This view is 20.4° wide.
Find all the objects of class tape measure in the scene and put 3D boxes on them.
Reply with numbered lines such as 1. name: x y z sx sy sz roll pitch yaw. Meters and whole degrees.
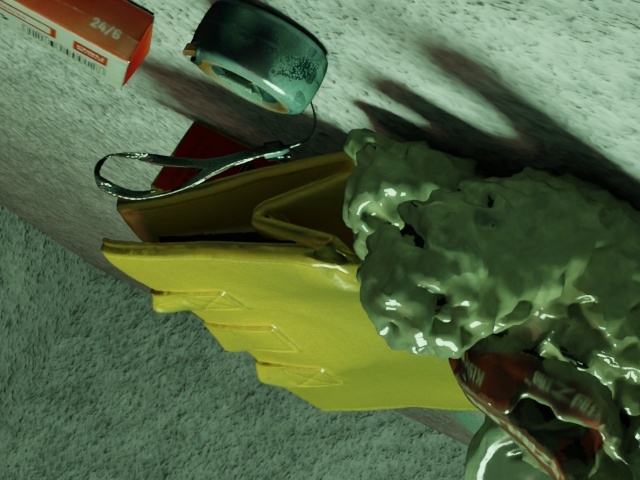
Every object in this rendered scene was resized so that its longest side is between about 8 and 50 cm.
1. tape measure: -0.080 -0.086 1.264 0.104 0.180 0.107 42 177 17

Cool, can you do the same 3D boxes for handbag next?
1. handbag: 0.010 0.051 1.656 0.283 0.133 0.401 -9 152 30

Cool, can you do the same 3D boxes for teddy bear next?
1. teddy bear: 0.131 0.055 1.318 0.357 0.224 0.367 48 166 -23

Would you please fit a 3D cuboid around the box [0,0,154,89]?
1. box: -0.247 -0.207 1.456 0.229 0.050 0.123 29 170 -4

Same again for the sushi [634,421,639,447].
1. sushi: 0.299 0.138 1.084 0.184 0.274 0.139 13 -157 -17

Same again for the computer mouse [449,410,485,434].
1. computer mouse: 0.295 0.234 2.192 0.379 0.090 0.167 20 172 -19

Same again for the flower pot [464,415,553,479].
1. flower pot: 0.282 0.254 1.935 0.246 0.246 0.195 24 -157 25

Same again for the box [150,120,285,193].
1. box: -0.089 -0.054 1.740 0.133 0.090 0.023 27 154 12
